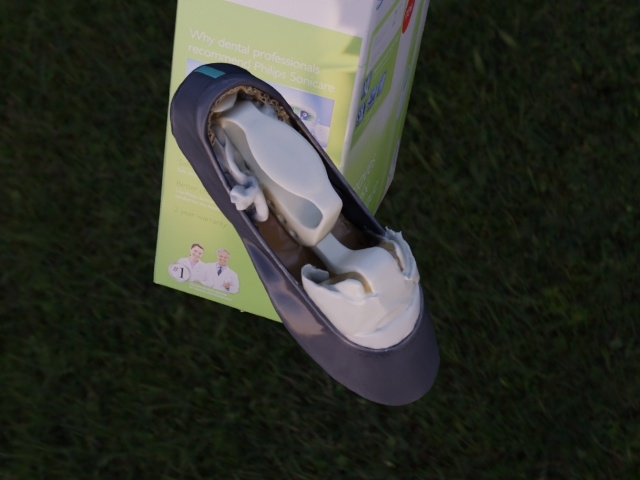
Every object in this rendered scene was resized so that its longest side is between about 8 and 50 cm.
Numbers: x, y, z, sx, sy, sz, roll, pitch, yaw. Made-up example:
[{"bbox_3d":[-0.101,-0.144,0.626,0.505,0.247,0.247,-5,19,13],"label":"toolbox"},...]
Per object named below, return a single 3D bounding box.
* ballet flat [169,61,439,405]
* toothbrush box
[{"bbox_3d":[0.000,0.000,0.621,0.074,0.074,0.203,-35,100,5],"label":"ballet flat"},{"bbox_3d":[-0.009,-0.118,0.842,0.122,0.283,0.206,16,37,10],"label":"toothbrush box"}]
